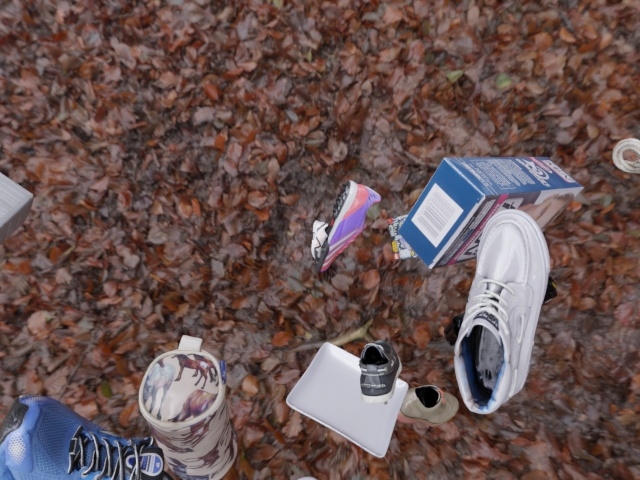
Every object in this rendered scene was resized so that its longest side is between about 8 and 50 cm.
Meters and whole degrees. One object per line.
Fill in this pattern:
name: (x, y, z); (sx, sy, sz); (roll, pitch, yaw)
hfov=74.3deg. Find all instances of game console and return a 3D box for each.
game console: (0.365, 0.187, 0.942); (0.213, 0.361, 0.044); (-22, 65, -4)

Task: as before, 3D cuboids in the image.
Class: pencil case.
pencil case: (-0.271, 0.394, 0.929); (0.159, 0.410, 0.184); (13, 46, 6)

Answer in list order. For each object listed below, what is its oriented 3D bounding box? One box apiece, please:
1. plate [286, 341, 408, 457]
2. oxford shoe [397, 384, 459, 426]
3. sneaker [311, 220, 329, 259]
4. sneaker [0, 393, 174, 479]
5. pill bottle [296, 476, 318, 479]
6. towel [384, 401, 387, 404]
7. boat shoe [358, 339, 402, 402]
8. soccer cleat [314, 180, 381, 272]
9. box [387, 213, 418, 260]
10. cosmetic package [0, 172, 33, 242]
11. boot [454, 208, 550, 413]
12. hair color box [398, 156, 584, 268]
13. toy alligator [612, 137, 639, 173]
plate: (0.079, 0.429, 1.159); (0.277, 0.278, 0.045); (25, 120, 14)
oxford shoe: (0.405, 0.581, 1.503); (0.130, 0.348, 0.123); (-46, 48, 31)
sneaker: (0.000, 0.000, 1.177); (0.043, 0.040, 0.109); (5, 93, 13)
sneaker: (-0.300, 0.306, 0.588); (0.147, 0.330, 0.130); (-13, 44, 4)
pill bottle: (0.015, 0.633, 0.964); (0.117, 0.215, 0.117); (-26, 36, 21)
towel: (0.146, 0.358, 1.035); (0.009, 0.083, 0.060); (-9, 98, -9)
boat shoe: (0.124, 0.252, 0.891); (0.084, 0.233, 0.079); (-12, 94, 13)
soccer cleat: (0.071, -0.024, 1.277); (0.116, 0.109, 0.318); (16, 118, -14)
box: (0.265, -0.009, 1.329); (0.093, 0.027, 0.137); (-14, 83, 41)
cosmetic package: (-0.435, 0.022, 0.441); (0.107, 0.127, 0.238); (40, 57, -25)
boot: (0.230, 0.088, 0.540); (0.095, 0.123, 0.259); (3, 94, 35)
hair color box: (0.333, -0.061, 0.809); (0.347, 0.174, 0.105); (-9, 50, -36)
toy alligator: (0.242, -0.022, 0.224); (0.051, 0.056, 0.189); (-32, 32, -18)
